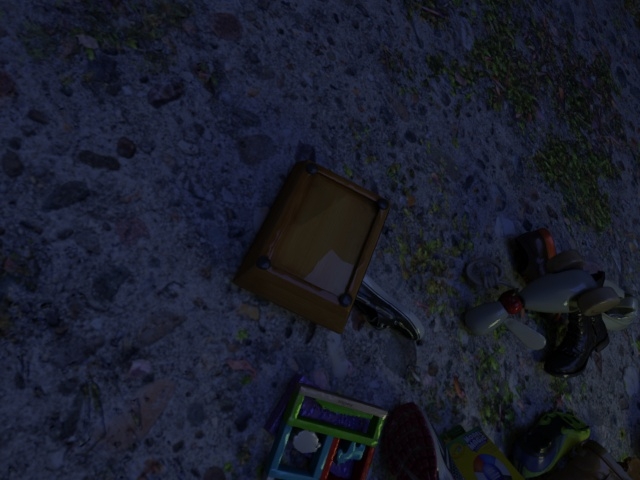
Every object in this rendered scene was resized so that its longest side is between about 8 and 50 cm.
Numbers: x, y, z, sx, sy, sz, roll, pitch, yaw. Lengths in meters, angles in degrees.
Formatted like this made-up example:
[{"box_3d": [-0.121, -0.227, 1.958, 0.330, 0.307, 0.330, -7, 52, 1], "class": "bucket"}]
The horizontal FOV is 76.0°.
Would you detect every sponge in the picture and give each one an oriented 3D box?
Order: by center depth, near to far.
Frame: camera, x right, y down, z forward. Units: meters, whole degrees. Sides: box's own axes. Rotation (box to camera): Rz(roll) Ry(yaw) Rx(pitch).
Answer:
[{"box_3d": [0.007, 0.362, 0.789, 0.210, 0.031, 0.117, 41, 63, -16], "class": "sponge"}]

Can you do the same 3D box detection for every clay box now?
[{"box_3d": [0.340, 0.491, 0.857, 0.128, 0.053, 0.222, -10, 41, -32], "class": "clay box"}]

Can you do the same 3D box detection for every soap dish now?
[{"box_3d": [0.000, 0.000, 0.795, 0.229, 0.118, 0.290, 27, 67, -6], "class": "soap dish"}]

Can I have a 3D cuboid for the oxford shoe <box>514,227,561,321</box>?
[{"box_3d": [0.618, 0.105, 1.174, 0.099, 0.097, 0.271, -13, 92, 3], "class": "oxford shoe"}]

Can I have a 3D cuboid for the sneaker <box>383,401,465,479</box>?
[{"box_3d": [0.221, 0.467, 0.795, 0.112, 0.121, 0.299, 26, 31, -41], "class": "sneaker"}]

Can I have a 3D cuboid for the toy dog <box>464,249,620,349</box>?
[{"box_3d": [0.541, 0.156, 1.028, 0.161, 0.334, 0.220, 52, 39, -48], "class": "toy dog"}]

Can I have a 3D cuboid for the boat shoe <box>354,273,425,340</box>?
[{"box_3d": [0.128, 0.156, 0.883, 0.219, 0.078, 0.070, 40, 62, -6], "class": "boat shoe"}]

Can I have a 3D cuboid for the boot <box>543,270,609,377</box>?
[{"box_3d": [0.694, 0.223, 1.121, 0.263, 0.091, 0.228, -28, 112, -23], "class": "boot"}]

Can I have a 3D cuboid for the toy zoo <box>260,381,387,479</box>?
[{"box_3d": [-0.008, 0.424, 0.737, 0.192, 0.030, 0.293, 23, 81, -19], "class": "toy zoo"}]

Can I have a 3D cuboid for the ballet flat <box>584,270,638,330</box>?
[{"box_3d": [0.882, 0.187, 1.261, 0.400, 0.139, 0.139, 23, 68, -23], "class": "ballet flat"}]

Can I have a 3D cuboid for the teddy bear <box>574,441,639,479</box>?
[{"box_3d": [0.702, 0.668, 1.076, 0.338, 0.113, 0.245, -25, 84, -24], "class": "teddy bear"}]

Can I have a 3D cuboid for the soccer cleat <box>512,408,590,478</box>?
[{"box_3d": [0.593, 0.526, 1.061, 0.289, 0.093, 0.121, -2, 110, -34], "class": "soccer cleat"}]

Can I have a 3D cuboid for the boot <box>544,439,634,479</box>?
[{"box_3d": [0.620, 0.643, 0.952, 0.270, 0.089, 0.236, -37, 64, -9], "class": "boot"}]
